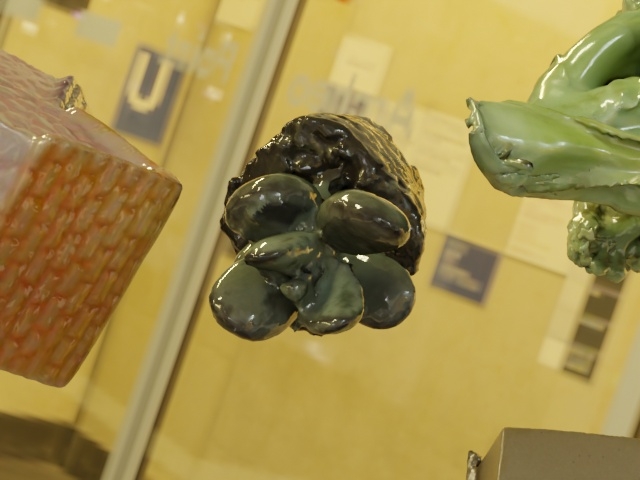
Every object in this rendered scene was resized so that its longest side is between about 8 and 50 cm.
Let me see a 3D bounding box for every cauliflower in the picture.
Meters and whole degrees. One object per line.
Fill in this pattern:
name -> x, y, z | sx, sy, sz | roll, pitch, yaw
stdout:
cauliflower -> 0.259, -0.072, 1.214 | 0.281, 0.327, 0.260 | -7, -28, 11

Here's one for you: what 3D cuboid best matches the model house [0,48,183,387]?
model house -> -0.248, -0.026, 1.219 | 0.237, 0.202, 0.237 | 28, 11, -10

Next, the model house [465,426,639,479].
model house -> 0.154, 0.247, 1.035 | 0.176, 0.181, 0.248 | 10, -30, -5

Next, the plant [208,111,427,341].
plant -> -0.001, 0.001, 1.143 | 0.149, 0.146, 0.274 | 39, 13, -5
